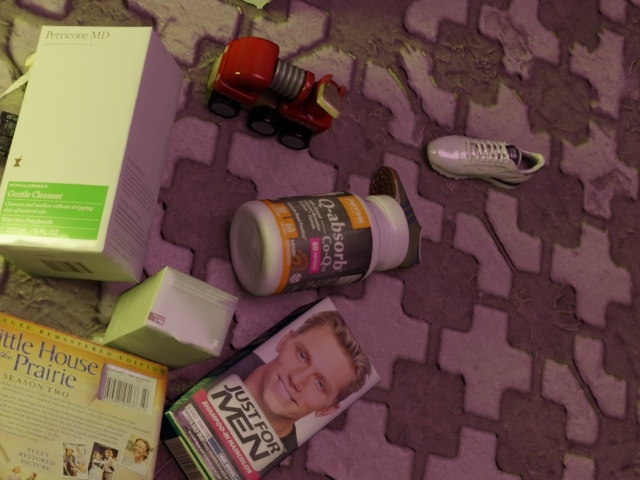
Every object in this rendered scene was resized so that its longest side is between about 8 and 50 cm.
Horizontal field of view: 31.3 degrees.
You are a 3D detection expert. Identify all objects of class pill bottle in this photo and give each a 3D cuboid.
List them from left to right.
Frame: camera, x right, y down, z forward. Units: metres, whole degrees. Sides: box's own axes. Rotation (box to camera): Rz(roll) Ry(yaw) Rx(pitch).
[{"bbox_3d":[0.000,0.000,1.931,0.278,0.162,0.162,-8,80,-30],"label":"pill bottle"}]

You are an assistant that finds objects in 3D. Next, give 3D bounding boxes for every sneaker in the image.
[{"bbox_3d":[0.143,-0.036,2.084,0.086,0.064,0.192,19,58,-44],"label":"sneaker"},{"bbox_3d":[0.314,-0.163,2.188,0.235,0.095,0.090,7,75,-25],"label":"sneaker"}]

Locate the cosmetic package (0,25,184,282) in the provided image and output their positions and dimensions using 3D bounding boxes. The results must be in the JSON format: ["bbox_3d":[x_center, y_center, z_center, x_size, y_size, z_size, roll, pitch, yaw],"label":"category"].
[{"bbox_3d":[-0.349,-0.132,1.740,0.196,0.155,0.366,2,70,15],"label":"cosmetic package"}]

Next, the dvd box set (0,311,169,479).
[{"bbox_3d":[-0.386,0.322,1.609,0.307,0.062,0.421,21,48,-22],"label":"dvd box set"}]

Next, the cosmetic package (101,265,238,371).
[{"bbox_3d":[-0.231,0.124,1.724,0.127,0.238,0.107,26,65,-21],"label":"cosmetic package"}]

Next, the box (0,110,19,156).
[{"bbox_3d":[-0.470,-0.159,1.801,0.083,0.018,0.067,17,68,-24],"label":"box"}]

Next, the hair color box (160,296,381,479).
[{"bbox_3d":[-0.084,0.255,1.847,0.347,0.105,0.174,-35,95,-32],"label":"hair color box"}]

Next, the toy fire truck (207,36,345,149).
[{"bbox_3d":[-0.055,-0.255,1.921,0.217,0.246,0.159,24,66,-21],"label":"toy fire truck"}]

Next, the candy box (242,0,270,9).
[{"bbox_3d":[-0.075,-0.527,2.016,0.070,0.196,0.165,20,67,-23],"label":"candy box"}]

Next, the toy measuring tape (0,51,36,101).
[{"bbox_3d":[-0.551,-0.221,1.726,0.121,0.121,0.330,44,52,-11],"label":"toy measuring tape"}]
